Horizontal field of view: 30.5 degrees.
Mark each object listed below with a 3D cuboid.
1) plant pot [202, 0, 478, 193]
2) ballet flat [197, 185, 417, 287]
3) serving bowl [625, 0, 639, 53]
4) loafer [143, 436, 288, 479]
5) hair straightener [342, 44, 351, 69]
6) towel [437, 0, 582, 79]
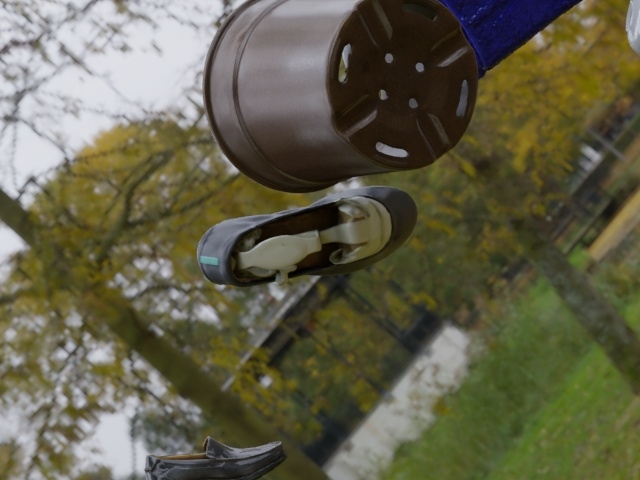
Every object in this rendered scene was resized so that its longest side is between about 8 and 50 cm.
[{"bbox_3d":[0.019,-0.116,0.873,0.167,0.167,0.165,-47,22,-17],"label":"plant pot"},{"bbox_3d":[0.000,0.000,0.969,0.203,0.074,0.074,-12,-22,-20],"label":"ballet flat"},{"bbox_3d":[0.353,-0.246,1.290,0.083,0.027,0.083,7,-90,-84],"label":"serving bowl"},{"bbox_3d":[-0.121,0.257,1.360,0.170,0.061,0.062,-15,0,-20],"label":"loafer"},{"bbox_3d":[0.033,-0.225,1.099,0.089,0.047,0.230,-8,-20,-5],"label":"hair straightener"},{"bbox_3d":[0.182,-0.371,1.404,0.227,0.308,0.076,-37,12,12],"label":"towel"}]
